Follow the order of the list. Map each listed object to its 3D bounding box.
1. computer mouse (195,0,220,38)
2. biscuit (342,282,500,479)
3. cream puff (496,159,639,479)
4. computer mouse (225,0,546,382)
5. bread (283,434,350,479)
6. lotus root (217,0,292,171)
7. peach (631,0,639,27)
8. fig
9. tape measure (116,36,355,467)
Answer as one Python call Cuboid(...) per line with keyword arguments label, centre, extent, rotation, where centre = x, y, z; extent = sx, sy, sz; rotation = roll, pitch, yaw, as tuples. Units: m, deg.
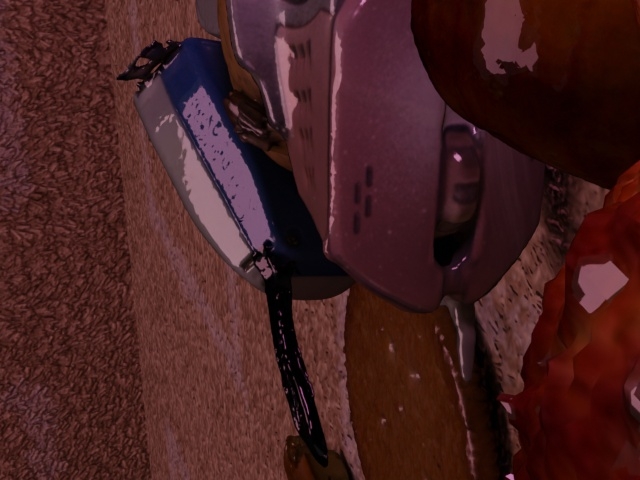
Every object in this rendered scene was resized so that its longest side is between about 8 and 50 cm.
Cuboid(label="computer mouse", centre=(-0.035, -0.198, 1.354), extent=(0.231, 0.127, 0.079), rotation=(-123, 27, -63))
Cuboid(label="biscuit", centre=(0.083, 0.149, 1.303), extent=(0.305, 0.038, 0.305), rotation=(170, 90, -73))
Cuboid(label="cream puff", centre=(0.191, 0.087, 0.375), extent=(0.229, 0.350, 0.351), rotation=(-94, -3, -81))
Cuboid(label="computer mouse", centre=(0.060, -0.103, 0.965), extent=(0.115, 0.199, 0.389), rotation=(-12, 88, 63))
Cuboid(label="bread", centre=(0.011, 0.276, 1.626), extent=(0.226, 0.049, 0.088), rotation=(-118, 23, -51))
Cuboid(label="lotus root", centre=(0.003, -0.177, 1.151), extent=(0.183, 0.182, 0.310), rotation=(96, 167, -46))
Cuboid(label="peach", centre=(0.190, -0.097, 0.501), extent=(0.190, 0.190, 0.192), rotation=(96, 171, -45))
Cuboid(label="fig", centre=(0.167, -0.154, 0.690), extent=(0.290, 0.190, 0.190), rotation=(-60, 15, -5))
Cuboid(label="tape measure", centre=(0.000, 0.000, 1.211), extent=(0.098, 0.215, 0.351), rotation=(-41, 64, 32))
